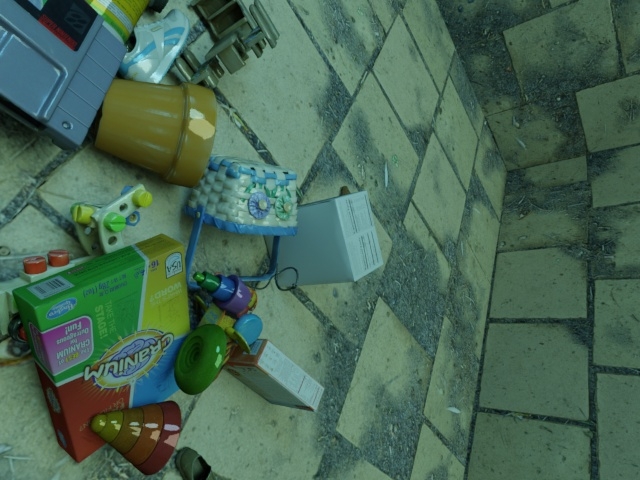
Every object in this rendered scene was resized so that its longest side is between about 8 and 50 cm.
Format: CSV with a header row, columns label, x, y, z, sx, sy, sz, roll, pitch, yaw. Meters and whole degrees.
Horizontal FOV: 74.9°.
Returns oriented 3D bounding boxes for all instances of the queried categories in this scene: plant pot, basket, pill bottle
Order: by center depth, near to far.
label,x,y,z,sx,sy,sz,roll,pitch,yaw
pill bottle,-0.377,-0.494,0.770,0.136,0.136,0.246,32,82,-43
plant pot,-0.327,-0.220,0.812,0.187,0.205,0.205,8,77,-33
basket,-0.181,-0.037,0.947,0.254,0.201,0.289,-4,114,-50

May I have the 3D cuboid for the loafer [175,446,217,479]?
label,x,y,z,sx,sy,sz,roll,pitch,yaw
loafer,-0.249,0.498,0.869,0.056,0.050,0.148,-45,117,-44

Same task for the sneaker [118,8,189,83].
label,x,y,z,sx,sy,sz,roll,pitch,yaw
sneaker,-0.353,-0.424,0.888,0.092,0.087,0.229,37,54,-38

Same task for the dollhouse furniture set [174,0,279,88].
label,x,y,z,sx,sy,sz,roll,pitch,yaw
dollhouse furniture set,-0.226,-0.489,0.964,0.161,0.212,0.242,54,20,-32

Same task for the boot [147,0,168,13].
label,x,y,z,sx,sy,sz,roll,pitch,yaw
boot,-0.402,-0.620,0.874,0.161,0.083,0.247,6,77,-44

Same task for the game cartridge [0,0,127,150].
label,x,y,z,sx,sy,sz,roll,pitch,yaw
game cartridge,-0.452,-0.322,0.568,0.355,0.068,0.230,43,53,-50

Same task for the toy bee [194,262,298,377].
label,x,y,z,sx,sy,sz,roll,pitch,yaw
toy bee,-0.199,0.142,0.882,0.162,0.195,0.298,53,50,-47

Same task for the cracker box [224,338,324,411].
label,x,y,z,sx,sy,sz,roll,pitch,yaw
cracker box,-0.119,0.314,0.979,0.232,0.155,0.067,51,48,-32

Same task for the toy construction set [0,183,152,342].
label,x,y,z,sx,sy,sz,roll,pitch,yaw
toy construction set,-0.429,0.026,0.662,0.327,0.151,0.215,-12,117,-43

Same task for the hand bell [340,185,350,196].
label,x,y,z,sx,sy,sz,roll,pitch,yaw
hand bell,0.100,-0.070,1.374,0.126,0.126,0.242,14,61,-48

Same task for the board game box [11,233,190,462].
label,x,y,z,sx,sy,sz,roll,pitch,yaw
board game box,-0.337,0.174,0.707,0.242,0.064,0.317,-31,135,-48

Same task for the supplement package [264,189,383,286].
label,x,y,z,sx,sy,sz,roll,pitch,yaw
supplement package,0.000,0.000,1.095,0.145,0.261,0.204,-22,100,-50

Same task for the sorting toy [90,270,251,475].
label,x,y,z,sx,sy,sz,roll,pitch,yaw
sorting toy,-0.259,0.207,0.712,0.126,0.127,0.366,36,79,-38
